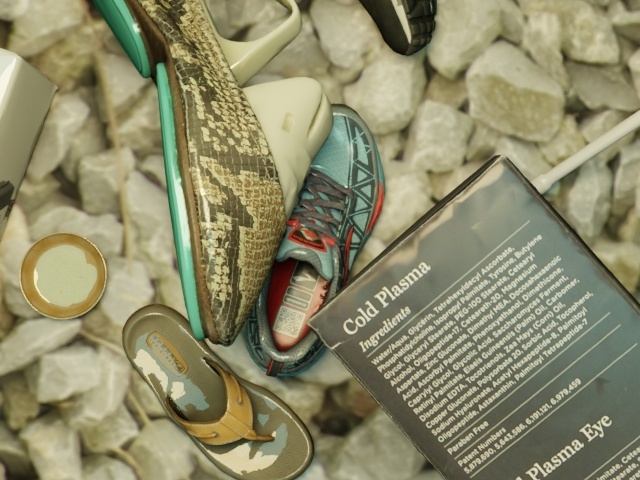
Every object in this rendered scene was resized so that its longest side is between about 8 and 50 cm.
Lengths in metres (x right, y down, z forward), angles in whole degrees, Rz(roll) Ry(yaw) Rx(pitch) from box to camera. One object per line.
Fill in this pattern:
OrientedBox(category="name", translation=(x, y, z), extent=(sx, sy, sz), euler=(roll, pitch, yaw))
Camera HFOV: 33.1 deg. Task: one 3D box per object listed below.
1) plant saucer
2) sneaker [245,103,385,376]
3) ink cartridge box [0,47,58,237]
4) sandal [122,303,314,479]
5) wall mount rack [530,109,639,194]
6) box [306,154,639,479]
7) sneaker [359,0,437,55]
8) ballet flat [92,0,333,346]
OrientedBox(category="plant saucer", translation=(-0.245, 0.034, 1.029), extent=(0.083, 0.015, 0.083), euler=(0, 87, 0))
OrientedBox(category="sneaker", translation=(0.000, 0.000, 0.978), extent=(0.104, 0.125, 0.261), euler=(12, 87, 0))
OrientedBox(category="ink cartridge box", translation=(-0.407, -0.049, 0.976), extent=(0.223, 0.129, 0.307), euler=(19, 86, 1))
OrientedBox(category="sandal", translation=(-0.100, 0.145, 1.001), extent=(0.090, 0.060, 0.219), euler=(-42, 88, -3))
OrientedBox(category="wall mount rack", translation=(0.374, -0.050, 0.991), extent=(0.304, 0.130, 0.350), euler=(-35, 87, -6))
OrientedBox(category="box", translation=(0.178, 0.102, 0.854), extent=(0.179, 0.343, 0.312), euler=(-42, 88, 9))
OrientedBox(category="sneaker", translation=(0.013, -0.300, 1.027), extent=(0.124, 0.107, 0.283), euler=(-20, 96, 29))
OrientedBox(category="ballet flat", translation=(-0.093, -0.153, 0.933), extent=(0.182, 0.164, 0.482), euler=(-18, 67, -10))
